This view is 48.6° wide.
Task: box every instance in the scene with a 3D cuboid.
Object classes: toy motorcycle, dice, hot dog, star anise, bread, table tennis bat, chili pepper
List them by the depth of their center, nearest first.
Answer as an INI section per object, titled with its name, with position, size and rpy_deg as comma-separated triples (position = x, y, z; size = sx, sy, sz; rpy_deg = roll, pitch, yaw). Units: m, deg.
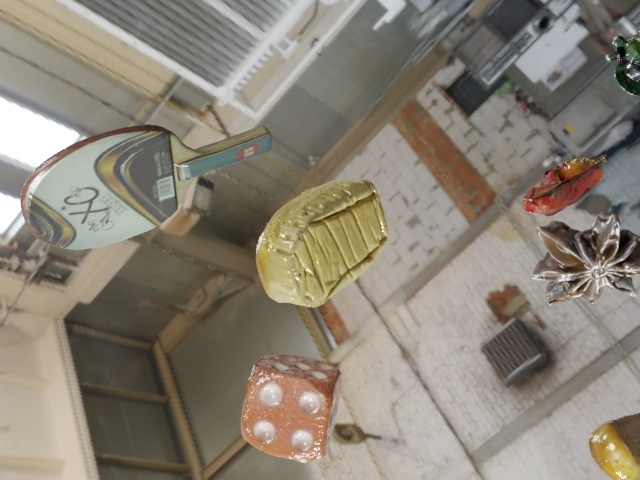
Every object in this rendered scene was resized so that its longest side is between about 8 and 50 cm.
[hot dog]
position = 0.315, 0.212, 0.716
size = 0.216, 0.047, 0.066
rpy_deg = 12, -136, -56
[chili pepper]
position = 0.281, -0.062, 0.809
size = 0.059, 0.050, 0.268
rpy_deg = 7, -159, 32
[table tennis bat]
position = -0.196, -0.074, 0.834
size = 0.301, 0.173, 0.022
rpy_deg = -21, -124, -22
[bread]
position = 0.000, 0.000, 1.025
size = 0.236, 0.106, 0.140
rpy_deg = -37, -62, -45
[star anise]
position = 0.440, 0.024, 1.103
size = 0.231, 0.209, 0.089
rpy_deg = 0, -131, -7
[toy motorcycle]
position = 0.566, -0.312, 1.119
size = 0.125, 0.187, 0.274
rpy_deg = 31, -170, -14
[dice]
position = -0.057, 0.337, 1.444
size = 0.179, 0.174, 0.175
rpy_deg = 10, -174, 6
